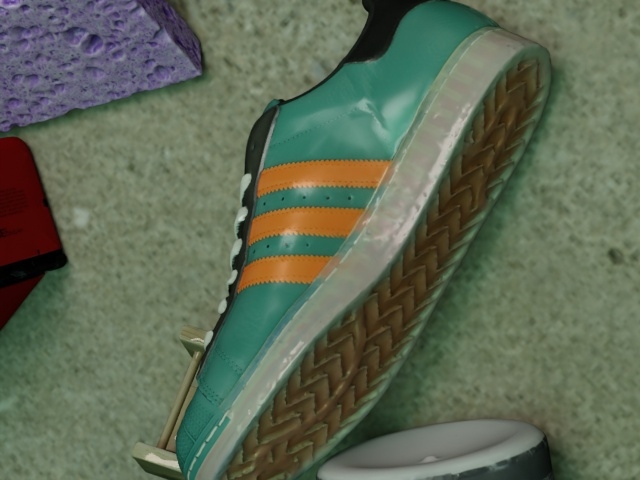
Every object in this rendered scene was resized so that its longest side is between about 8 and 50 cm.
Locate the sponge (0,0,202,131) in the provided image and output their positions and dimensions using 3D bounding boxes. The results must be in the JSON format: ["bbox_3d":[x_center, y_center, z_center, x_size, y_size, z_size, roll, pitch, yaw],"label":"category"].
[{"bbox_3d":[-0.188,-0.106,1.028,0.210,0.117,0.031,-15,60,19],"label":"sponge"}]

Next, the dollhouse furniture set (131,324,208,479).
[{"bbox_3d":[-0.041,0.169,1.033,0.129,0.129,0.183,16,72,14],"label":"dollhouse furniture set"}]

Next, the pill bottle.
[{"bbox_3d":[0.081,0.230,0.978,0.130,0.130,0.245,-9,95,19],"label":"pill bottle"}]

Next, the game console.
[{"bbox_3d":[-0.219,0.012,1.037,0.085,0.144,0.124,-17,92,18],"label":"game console"}]

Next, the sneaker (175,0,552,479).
[{"bbox_3d":[0.000,0.000,0.970,0.121,0.108,0.302,30,82,30],"label":"sneaker"}]
